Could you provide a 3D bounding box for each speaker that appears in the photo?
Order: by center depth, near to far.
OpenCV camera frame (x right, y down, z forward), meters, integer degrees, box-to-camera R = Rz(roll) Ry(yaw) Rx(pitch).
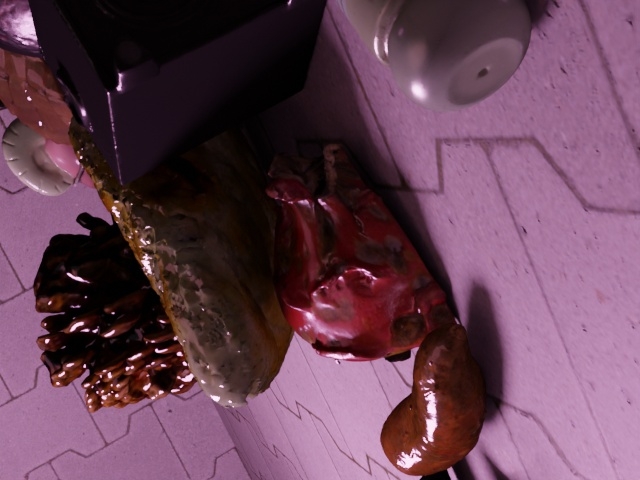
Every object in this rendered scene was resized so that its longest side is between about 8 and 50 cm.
[{"bbox_3d":[-0.141,-0.212,0.939,0.184,0.232,0.254,57,165,11],"label":"speaker"}]

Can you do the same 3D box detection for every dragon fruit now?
[{"bbox_3d":[0.000,0.000,1.036,0.262,0.134,0.211,38,152,56],"label":"dragon fruit"}]

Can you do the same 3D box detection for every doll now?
[{"bbox_3d":[-0.409,-0.188,1.823,0.268,0.284,0.216,36,171,-24],"label":"doll"}]

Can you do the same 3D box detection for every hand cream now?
[{"bbox_3d":[0.024,-0.213,0.680,0.306,0.093,0.147,56,162,27],"label":"hand cream"}]

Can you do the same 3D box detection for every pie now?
[{"bbox_3d":[-0.137,0.005,1.200,0.395,0.180,0.418,40,-150,-75],"label":"pie"}]

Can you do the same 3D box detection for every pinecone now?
[{"bbox_3d":[-0.287,0.090,1.683,0.398,0.397,0.398,54,163,25],"label":"pinecone"}]

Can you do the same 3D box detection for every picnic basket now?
[{"bbox_3d":[-0.377,-0.274,1.434,0.337,0.293,0.337,27,130,37],"label":"picnic basket"}]

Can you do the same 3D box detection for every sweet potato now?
[{"bbox_3d":[0.126,0.172,1.027,0.097,0.097,0.292,55,157,23],"label":"sweet potato"}]

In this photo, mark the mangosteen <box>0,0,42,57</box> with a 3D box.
[{"bbox_3d":[-0.296,-0.364,1.135,0.297,0.313,0.297,46,-158,-25],"label":"mangosteen"}]

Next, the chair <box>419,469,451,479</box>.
[{"bbox_3d":[0.170,0.329,1.136,0.145,0.221,0.140,-15,107,30],"label":"chair"}]
